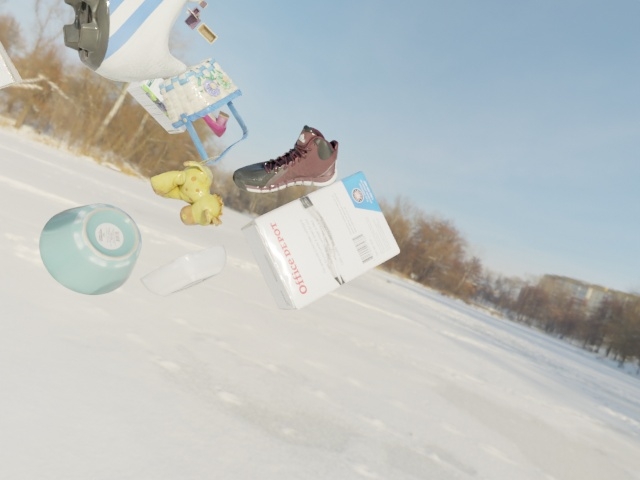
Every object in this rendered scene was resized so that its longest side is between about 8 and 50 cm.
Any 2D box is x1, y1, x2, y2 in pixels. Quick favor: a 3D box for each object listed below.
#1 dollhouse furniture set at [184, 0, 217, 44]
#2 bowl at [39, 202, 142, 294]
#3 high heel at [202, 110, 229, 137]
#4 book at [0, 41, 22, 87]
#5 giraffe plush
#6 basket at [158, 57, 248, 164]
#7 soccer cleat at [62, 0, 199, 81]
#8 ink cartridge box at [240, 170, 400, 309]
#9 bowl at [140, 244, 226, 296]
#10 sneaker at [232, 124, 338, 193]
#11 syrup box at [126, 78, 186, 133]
[{"bbox_3d":[-0.356,-0.674,1.502,0.114,0.091,0.081,45,5,-6],"label":"dollhouse furniture set"},{"bbox_3d":[-0.705,0.004,1.574,0.163,0.311,0.312,-27,-34,36],"label":"bowl"},{"bbox_3d":[-0.526,-0.546,2.147,0.244,0.117,0.082,20,36,-18],"label":"high heel"},{"bbox_3d":[-0.687,-0.338,0.969,0.144,0.096,0.035,-17,21,4],"label":"book"},{"bbox_3d":[-0.333,-0.112,1.332,0.210,0.170,0.181,-20,-1,29],"label":"giraffe plush"},{"bbox_3d":[-0.364,-0.417,1.588,0.201,0.254,0.288,-9,-59,29],"label":"basket"},{"bbox_3d":[-0.194,-0.344,0.540,0.143,0.330,0.116,-5,25,-44],"label":"soccer cleat"},{"bbox_3d":[0.000,0.000,1.501,0.395,0.285,0.166,-26,3,-25],"label":"ink cartridge box"},{"bbox_3d":[-0.261,0.063,0.963,0.142,0.053,0.142,-26,-5,25],"label":"bowl"},{"bbox_3d":[-0.081,-0.216,1.234,0.282,0.162,0.106,-10,46,-23],"label":"sneaker"},{"bbox_3d":[-0.595,-0.517,1.840,0.096,0.093,0.237,2,-31,35],"label":"syrup box"}]
